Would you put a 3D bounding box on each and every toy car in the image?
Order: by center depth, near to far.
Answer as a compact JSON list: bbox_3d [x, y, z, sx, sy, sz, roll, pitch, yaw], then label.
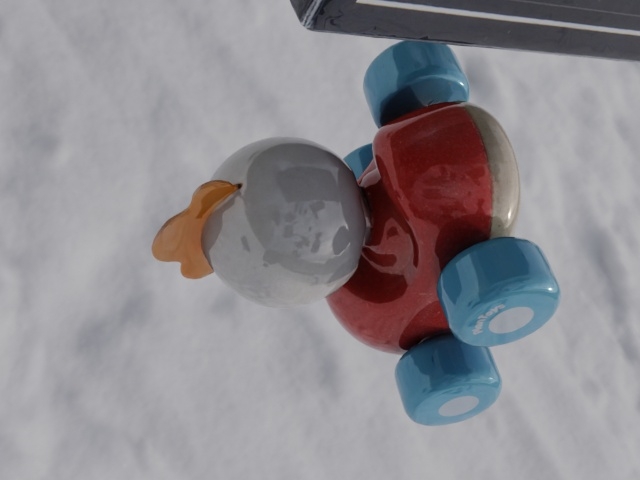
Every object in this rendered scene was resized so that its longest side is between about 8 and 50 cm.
[{"bbox_3d":[0.000,0.000,0.728,0.238,0.210,0.219,-4,54,-17],"label":"toy car"}]

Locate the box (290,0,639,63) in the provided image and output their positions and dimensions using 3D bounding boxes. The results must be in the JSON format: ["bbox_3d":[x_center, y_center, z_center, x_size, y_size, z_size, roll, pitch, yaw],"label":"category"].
[{"bbox_3d":[0.142,-0.252,0.506,0.296,0.294,0.183,-1,53,-34],"label":"box"}]
